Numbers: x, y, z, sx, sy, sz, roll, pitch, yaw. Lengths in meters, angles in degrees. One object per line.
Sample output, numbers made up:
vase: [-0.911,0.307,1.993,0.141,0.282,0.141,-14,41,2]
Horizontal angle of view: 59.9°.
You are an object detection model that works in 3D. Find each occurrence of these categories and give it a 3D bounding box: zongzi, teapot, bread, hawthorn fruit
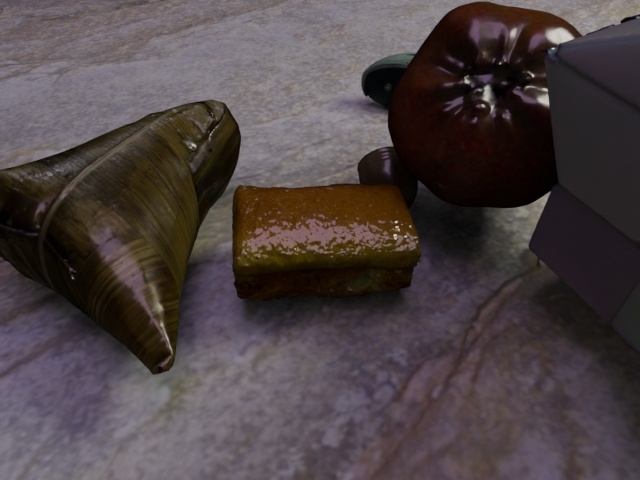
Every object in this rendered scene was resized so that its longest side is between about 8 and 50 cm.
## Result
zongzi: [-0.144,-0.022,0.550,0.288,0.134,0.286,29,51,32]
teapot: [0.065,-0.062,0.668,0.110,0.085,0.080,-21,61,20]
bread: [0.000,0.000,0.546,0.172,0.103,0.132,-4,40,-5]
hawthorn fruit: [0.178,-0.126,0.603,0.208,0.248,0.207,-1,81,9]

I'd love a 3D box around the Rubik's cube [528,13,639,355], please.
Rubik's cube: [0.359,-0.041,0.381,0.387,0.358,0.368,-24,51,-18]

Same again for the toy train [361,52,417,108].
toy train: [0.260,-0.214,0.805,0.407,0.086,0.088,17,44,21]
